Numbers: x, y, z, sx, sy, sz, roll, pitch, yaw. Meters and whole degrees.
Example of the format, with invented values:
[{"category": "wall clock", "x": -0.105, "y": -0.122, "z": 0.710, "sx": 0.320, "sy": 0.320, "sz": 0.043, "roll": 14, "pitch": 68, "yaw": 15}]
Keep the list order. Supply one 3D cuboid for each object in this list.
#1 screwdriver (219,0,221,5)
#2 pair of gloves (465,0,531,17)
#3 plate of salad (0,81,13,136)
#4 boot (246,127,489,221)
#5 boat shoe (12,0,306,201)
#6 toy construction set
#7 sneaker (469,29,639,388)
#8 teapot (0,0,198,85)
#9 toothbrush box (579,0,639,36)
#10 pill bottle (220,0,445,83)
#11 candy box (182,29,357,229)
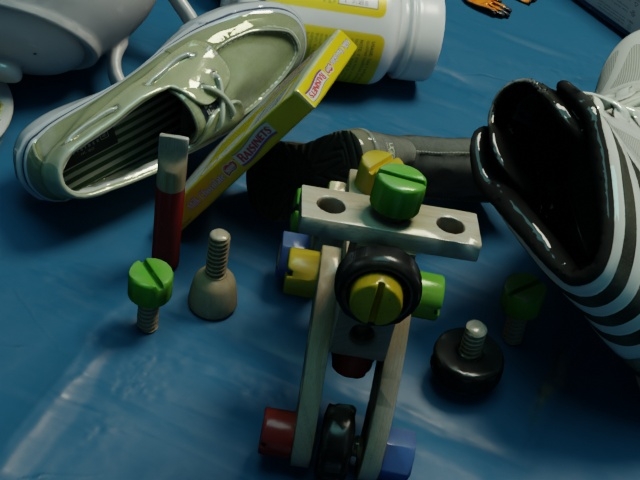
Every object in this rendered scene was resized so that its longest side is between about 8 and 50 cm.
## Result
[{"category": "screwdriver", "x": -0.081, "y": -0.213, "z": 1.369, "sx": 0.025, "sy": 0.024, "sz": 0.170, "roll": -26, "pitch": 48, "yaw": 4}, {"category": "pair of gloves", "x": 0.199, "y": -0.281, "z": 1.507, "sx": 0.074, "sy": 0.010, "sz": 0.083, "roll": 34, "pitch": 46, "yaw": 25}, {"category": "plate of salad", "x": -0.379, "y": -0.129, "z": 1.196, "sx": 0.199, "sy": 0.048, "sz": 0.200, "roll": 6, "pitch": 41, "yaw": -5}, {"category": "boot", "x": 0.064, "y": -0.061, "z": 1.174, "sx": 0.208, "sy": 0.076, "sz": 0.189, "roll": -8, "pitch": 3, "yaw": -40}, {"category": "boat shoe", "x": -0.122, "y": -0.114, "z": 1.162, "sx": 0.302, "sy": 0.109, "sz": 0.094, "roll": -35, "pitch": 33, "yaw": -22}, {"category": "toy construction set", "x": 0.000, "y": 0.000, "z": 0.984, "sx": 0.308, "sy": 0.237, "sz": 0.257, "roll": 24, "pitch": 44, "yaw": 16}, {"category": "sneaker", "x": 0.256, "y": -0.095, "z": 1.107, "sx": 0.257, "sy": 0.169, "sz": 0.448, "roll": 43, "pitch": 34, "yaw": -28}, {"category": "teapot", "x": -0.265, "y": -0.235, "z": 1.237, "sx": 0.256, "sy": 0.252, "sz": 0.187, "roll": 5, "pitch": 76, "yaw": 24}, {"category": "toothbrush box", "x": 0.417, "y": -0.365, "z": 1.555, "sx": 0.295, "sy": 0.126, "sz": 0.216, "roll": -22, "pitch": 50, "yaw": -30}, {"category": "pill bottle", "x": 0.010, "y": -0.218, "z": 1.312, "sx": 0.208, "sy": 0.119, "sz": 0.119, "roll": 6, "pitch": 41, "yaw": -14}, {"category": "candy box", "x": -0.056, "y": -0.087, "z": 1.106, "sx": 0.027, "sy": 0.206, "sz": 0.105, "roll": 44, "pitch": 40, "yaw": -9}]
